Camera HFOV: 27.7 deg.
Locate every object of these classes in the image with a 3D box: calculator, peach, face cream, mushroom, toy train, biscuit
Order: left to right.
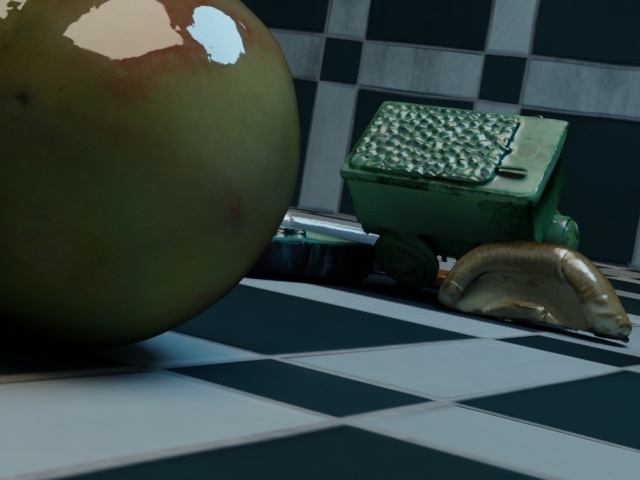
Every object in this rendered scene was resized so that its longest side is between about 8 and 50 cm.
[{"bbox_3d":[-0.150,-0.065,0.794,0.292,0.248,0.292,-8,18,3],"label":"peach"},{"bbox_3d":[-0.103,0.000,1.506,0.274,0.058,0.248,5,4,-41],"label":"calculator"},{"bbox_3d":[0.000,0.000,1.732,0.198,0.057,0.084,8,-30,-11],"label":"face cream"},{"bbox_3d":[0.158,0.050,1.693,0.102,0.019,0.130,8,4,-19],"label":"biscuit"},{"bbox_3d":[0.162,-0.039,1.491,0.266,0.202,0.145,10,48,26],"label":"toy train"},{"bbox_3d":[0.229,0.049,1.358,0.209,0.094,0.072,6,4,29],"label":"mushroom"}]

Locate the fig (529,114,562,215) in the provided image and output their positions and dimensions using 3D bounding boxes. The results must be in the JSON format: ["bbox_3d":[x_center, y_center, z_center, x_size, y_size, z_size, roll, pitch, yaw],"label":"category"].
[{"bbox_3d":[0.271,-0.045,1.720,0.149,0.245,0.149,4,9,-1],"label":"fig"}]
